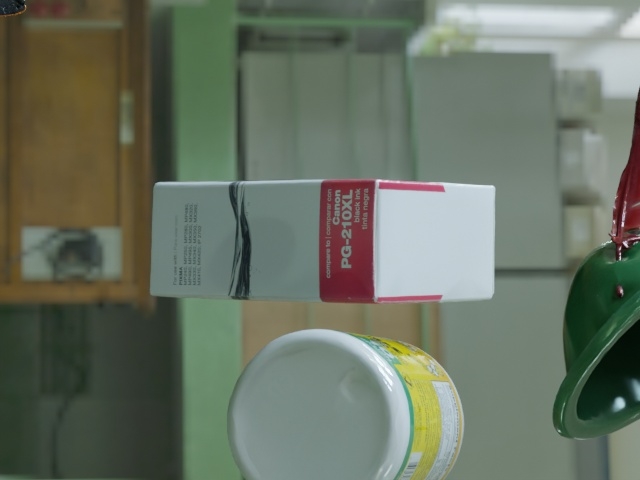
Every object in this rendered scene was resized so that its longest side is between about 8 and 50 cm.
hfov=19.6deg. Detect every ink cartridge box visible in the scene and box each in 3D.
[{"bbox_3d":[0.000,0.000,1.529,0.237,0.172,0.100,1,-90,38],"label":"ink cartridge box"}]

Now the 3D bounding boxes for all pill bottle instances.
[{"bbox_3d":[0.028,0.120,1.218,0.208,0.117,0.117,16,72,-70],"label":"pill bottle"}]

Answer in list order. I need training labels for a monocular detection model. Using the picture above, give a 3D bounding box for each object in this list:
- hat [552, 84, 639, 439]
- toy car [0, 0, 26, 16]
[{"bbox_3d":[0.194,0.017,1.339,0.183,0.208,0.173,48,-44,30],"label":"hat"},{"bbox_3d":[-0.221,-0.215,1.456,0.060,0.122,0.040,62,-21,0],"label":"toy car"}]
